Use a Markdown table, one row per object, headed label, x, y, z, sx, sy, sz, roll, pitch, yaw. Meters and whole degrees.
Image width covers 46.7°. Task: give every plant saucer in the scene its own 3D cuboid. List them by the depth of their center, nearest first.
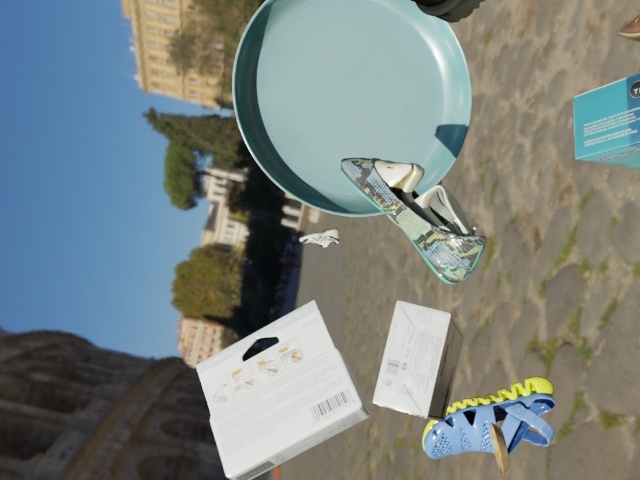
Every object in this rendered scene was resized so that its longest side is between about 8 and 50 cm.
| label | x | y | z | sx | sy | sz | roll | pitch | yaw |
| --- | --- | --- | --- | --- | --- | --- | --- | --- | --- |
| plant saucer | 0.042 | -0.189 | 0.959 | 0.043 | 0.317 | 0.318 | 180 | 104 | -76 |
| plant saucer | 0.288 | 0.332 | 1.186 | 0.083 | 0.015 | 0.084 | -11 | -90 | -85 |

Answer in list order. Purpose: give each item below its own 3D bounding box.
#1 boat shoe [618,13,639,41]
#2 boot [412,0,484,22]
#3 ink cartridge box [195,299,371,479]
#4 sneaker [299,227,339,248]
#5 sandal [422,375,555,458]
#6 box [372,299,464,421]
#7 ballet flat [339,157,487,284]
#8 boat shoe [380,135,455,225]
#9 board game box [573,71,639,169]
| label | x | y | z | sx | sy | sz | roll | pitch | yaw |
| --- | --- | --- | --- | --- | --- | --- | --- | --- | --- |
| boat shoe | 0.639 | -0.415 | 1.431 | 0.178 | 0.064 | 0.060 | -110 | 32 | -76 |
| boot | 0.111 | -0.363 | 0.674 | 0.348 | 0.260 | 0.131 | -54 | 44 | 35 |
| ink cartridge box | -0.077 | 0.275 | 1.364 | 0.060 | 0.275 | 0.239 | 55 | -172 | -51 |
| sneaker | 0.000 | 0.000 | 1.490 | 0.032 | 0.083 | 0.037 | -163 | 63 | -78 |
| sandal | 0.374 | 0.408 | 1.607 | 0.126 | 0.317 | 0.138 | 58 | -169 | -46 |
| box | 0.173 | 0.210 | 1.247 | 0.290 | 0.087 | 0.169 | 47 | -124 | -69 |
| ballet flat | 0.095 | -0.040 | 0.739 | 0.070 | 0.188 | 0.070 | -32 | -28 | -20 |
| boat shoe | 0.135 | -0.073 | 1.130 | 0.114 | 0.091 | 0.302 | -40 | -38 | -3 |
| board game box | 0.490 | -0.130 | 0.801 | 0.253 | 0.335 | 0.079 | -13 | 75 | 61 |
